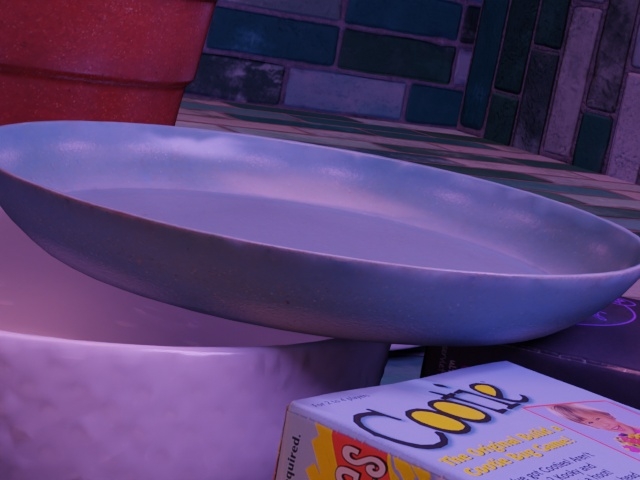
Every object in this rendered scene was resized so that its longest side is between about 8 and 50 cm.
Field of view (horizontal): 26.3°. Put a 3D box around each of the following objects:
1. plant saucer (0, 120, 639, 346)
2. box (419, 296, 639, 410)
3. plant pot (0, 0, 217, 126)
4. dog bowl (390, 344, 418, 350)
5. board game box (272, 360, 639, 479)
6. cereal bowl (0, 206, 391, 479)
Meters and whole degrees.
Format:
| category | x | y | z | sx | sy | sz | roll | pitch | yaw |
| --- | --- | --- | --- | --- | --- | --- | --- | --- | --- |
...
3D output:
| category | x | y | z | sx | sy | sz | roll | pitch | yaw |
| --- | --- | --- | --- | --- | --- | --- | --- | --- | --- |
| plant saucer | -0.005 | -0.007 | 0.651 | 0.318 | 0.043 | 0.317 | 9 | 11 | -2 |
| box | 0.182 | 0.118 | 0.666 | 0.270 | 0.143 | 0.165 | 12 | 11 | 12 |
| plant pot | -0.214 | -0.061 | 0.902 | 0.273 | 0.265 | 0.272 | 10 | 11 | -2 |
| dog bowl | 0.000 | 0.000 | 1.148 | 0.265 | 0.104 | 0.265 | 5 | 16 | -1 |
| board game box | 0.123 | 0.152 | 0.432 | 0.275 | 0.142 | 0.144 | 19 | 14 | 37 |
| cereal bowl | -0.141 | 0.063 | 0.649 | 0.339 | 0.141 | 0.339 | 10 | 10 | -2 |
